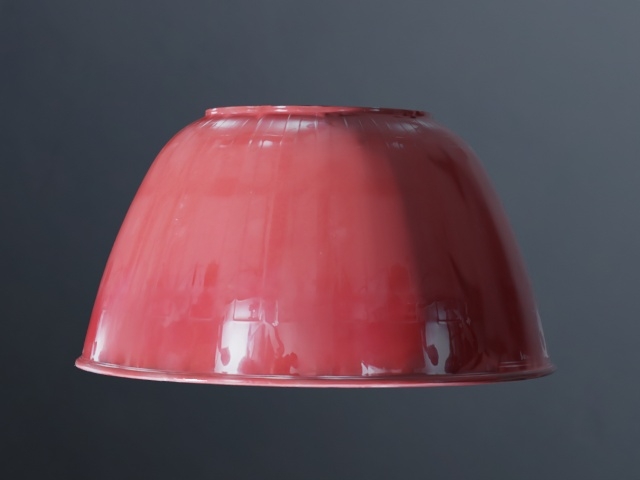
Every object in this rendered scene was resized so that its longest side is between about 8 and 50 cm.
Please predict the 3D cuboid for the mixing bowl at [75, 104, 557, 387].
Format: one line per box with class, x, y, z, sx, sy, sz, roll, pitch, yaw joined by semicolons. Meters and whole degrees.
mixing bowl;0.000;0.000;0.732;0.181;0.098;0.181;1;-179;0
